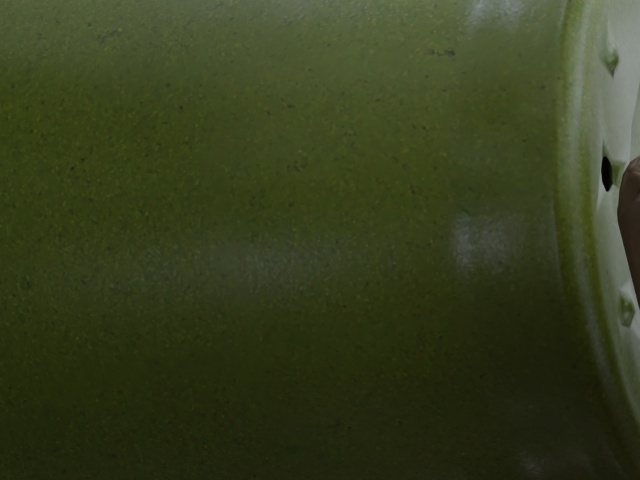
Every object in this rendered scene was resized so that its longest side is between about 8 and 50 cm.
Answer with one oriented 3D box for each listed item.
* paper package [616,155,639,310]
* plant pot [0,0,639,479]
[{"bbox_3d":[0.263,0.093,0.442,0.309,0.168,0.325,-16,91,-45],"label":"paper package"},{"bbox_3d":[0.000,0.000,0.707,0.353,0.367,0.366,-4,-27,32],"label":"plant pot"}]
